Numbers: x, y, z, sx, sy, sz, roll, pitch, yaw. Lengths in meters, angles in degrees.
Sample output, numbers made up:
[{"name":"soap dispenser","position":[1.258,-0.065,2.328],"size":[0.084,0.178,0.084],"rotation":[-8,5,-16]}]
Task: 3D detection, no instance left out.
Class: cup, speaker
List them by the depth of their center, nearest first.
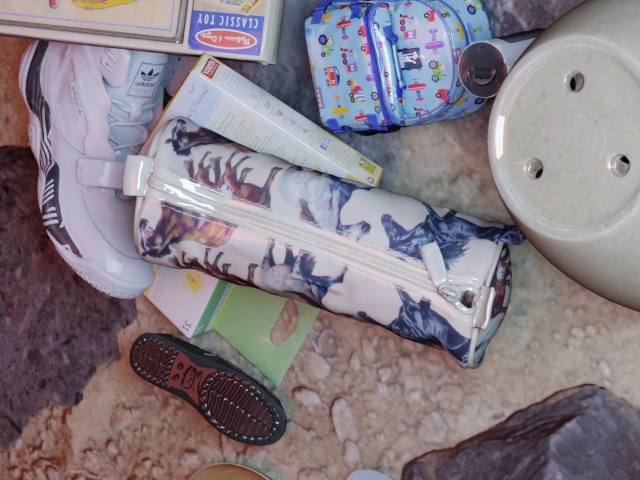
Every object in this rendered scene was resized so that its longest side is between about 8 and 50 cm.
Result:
[{"name":"cup","position":[0.279,-0.086,1.206],"size":[0.331,0.237,0.331],"rotation":[1,92,42]},{"name":"speaker","position":[0.191,-0.174,1.351],"size":[0.055,0.136,0.055],"rotation":[12,110,35]}]

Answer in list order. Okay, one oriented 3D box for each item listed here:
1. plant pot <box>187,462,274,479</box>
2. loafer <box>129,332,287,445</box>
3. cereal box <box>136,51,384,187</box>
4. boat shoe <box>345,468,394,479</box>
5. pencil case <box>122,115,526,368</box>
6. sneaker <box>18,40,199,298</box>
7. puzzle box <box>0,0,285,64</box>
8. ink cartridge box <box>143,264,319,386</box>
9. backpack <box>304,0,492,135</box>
[{"name":"plant pot","position":[-0.090,0.395,1.798],"size":[0.236,0.032,0.236],"rotation":[11,108,35]},{"name":"loafer","position":[-0.132,0.176,1.744],"size":[0.220,0.078,0.080],"rotation":[33,105,9]},{"name":"cereal box","position":[-0.072,-0.083,1.557],"size":[0.240,0.047,0.173],"rotation":[34,134,-8]},{"name":"boat shoe","position":[0.116,0.378,1.597],"size":[0.267,0.096,0.088],"rotation":[36,126,26]},{"name":"pencil case","position":[0.000,0.000,1.443],"size":[0.410,0.183,0.160],"rotation":[18,80,8]},{"name":"sneaker","position":[-0.242,-0.126,1.665],"size":[0.210,0.137,0.366],"rotation":[-33,66,38]},{"name":"puzzle box","position":[-0.228,-0.350,1.556],"size":[0.408,0.052,0.272],"rotation":[8,93,17]},{"name":"ink cartridge box","position":[-0.117,0.053,1.707],"size":[0.235,0.056,0.171],"rotation":[42,124,23]},{"name":"backpack","position":[0.088,-0.189,1.441],"size":[0.173,0.117,0.158],"rotation":[1,104,34]}]
